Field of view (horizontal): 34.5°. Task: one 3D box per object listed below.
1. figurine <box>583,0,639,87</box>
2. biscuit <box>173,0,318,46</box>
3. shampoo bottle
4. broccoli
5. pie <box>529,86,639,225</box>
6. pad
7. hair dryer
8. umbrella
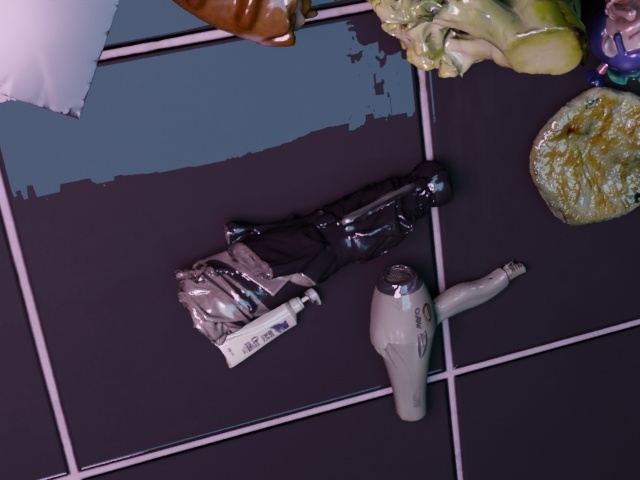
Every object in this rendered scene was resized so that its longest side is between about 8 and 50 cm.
[{"bbox_3d":[0.358,-0.265,1.183,0.111,0.102,0.195,-43,140,-18],"label":"figurine"},{"bbox_3d":[-0.072,-0.396,1.011,0.268,0.115,0.366,18,107,-14],"label":"biscuit"},{"bbox_3d":[-0.064,0.099,1.254,0.141,0.034,0.049,-33,110,-6],"label":"shampoo bottle"},{"bbox_3d":[0.183,-0.248,1.094,0.288,0.245,0.248,-3,140,-17],"label":"broccoli"},{"bbox_3d":[0.351,-0.106,1.308,0.187,0.041,0.186,-6,111,-16],"label":"pie"},{"bbox_3d":[-0.285,-0.234,1.079,0.127,0.004,0.190,17,104,-22],"label":"pad"},{"bbox_3d":[0.150,0.129,1.324,0.225,0.088,0.219,-3,118,-33],"label":"hair dryer"},{"bbox_3d":[-0.003,-0.005,1.198,0.358,0.113,0.106,-28,142,-12],"label":"umbrella"}]
